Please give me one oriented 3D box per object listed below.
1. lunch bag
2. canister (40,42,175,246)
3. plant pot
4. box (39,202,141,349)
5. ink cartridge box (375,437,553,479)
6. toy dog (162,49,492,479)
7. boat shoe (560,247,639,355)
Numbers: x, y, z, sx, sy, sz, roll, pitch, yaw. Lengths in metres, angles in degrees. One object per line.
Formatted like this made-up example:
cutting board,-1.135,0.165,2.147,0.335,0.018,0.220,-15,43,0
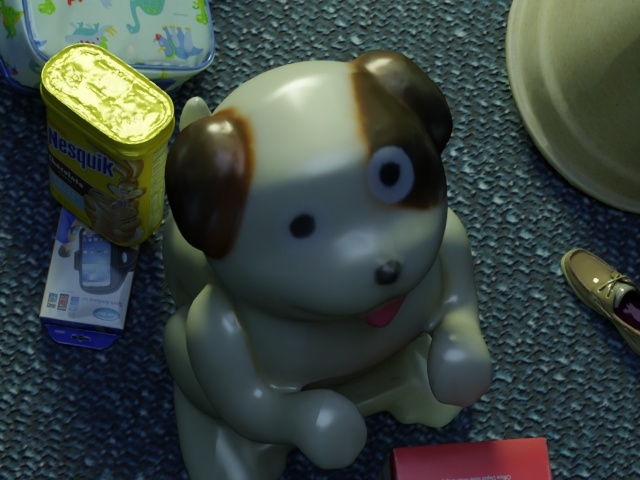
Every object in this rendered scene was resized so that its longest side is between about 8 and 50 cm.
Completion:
lunch bag,-0.216,-0.224,1.497,0.219,0.090,0.176,-5,75,-39
canister,-0.196,-0.083,1.421,0.126,0.170,0.073,36,59,15
plant pot,0.373,-0.208,1.440,0.333,0.305,0.334,1,82,-8
box,-0.219,0.034,1.475,0.081,0.028,0.136,8,66,-3
ink cartridge box,0.122,0.225,1.326,0.134,0.231,0.078,-3,70,-7
toy dog,0.000,0.000,1.306,0.284,0.408,0.396,-12,71,-11
boat shoe,0.293,0.055,1.508,0.050,0.045,0.135,-42,78,-18
